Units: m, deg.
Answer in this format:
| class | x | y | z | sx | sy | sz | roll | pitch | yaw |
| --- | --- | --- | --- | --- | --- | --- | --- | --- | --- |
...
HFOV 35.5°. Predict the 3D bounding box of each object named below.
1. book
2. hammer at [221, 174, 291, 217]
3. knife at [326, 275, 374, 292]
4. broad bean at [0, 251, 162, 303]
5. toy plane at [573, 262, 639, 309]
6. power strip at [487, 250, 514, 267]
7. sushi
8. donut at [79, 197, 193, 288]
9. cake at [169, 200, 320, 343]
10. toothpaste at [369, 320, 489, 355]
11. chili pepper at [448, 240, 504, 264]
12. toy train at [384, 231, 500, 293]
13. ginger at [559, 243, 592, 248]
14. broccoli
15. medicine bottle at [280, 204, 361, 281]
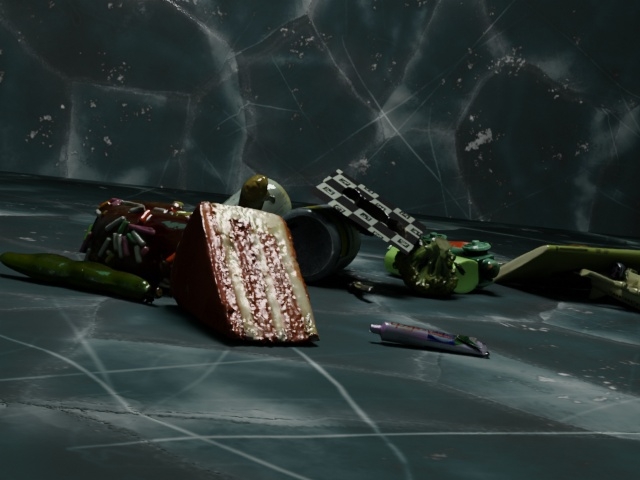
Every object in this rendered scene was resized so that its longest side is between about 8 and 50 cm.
| class | x | y | z | sx | sy | sz | roll | pitch | yaw |
| --- | --- | --- | --- | --- | --- | --- | --- | --- | --- |
| book | 0.585 | 0.059 | 2.170 | 0.352 | 0.035 | 0.239 | 5 | -18 | -18 |
| hammer | -0.129 | -0.061 | 1.841 | 0.113 | 0.202 | 0.305 | 43 | -19 | 2 |
| knife | 0.065 | 0.083 | 1.838 | 0.045 | 0.021 | 0.222 | -1 | 4 | -17 |
| broad bean | -0.363 | 0.053 | 1.532 | 0.297 | 0.043 | 0.060 | 10 | 17 | 18 |
| toy plane | 0.650 | 0.101 | 2.065 | 0.229 | 0.092 | 0.244 | 20 | -6 | -37 |
| power strip | 0.385 | 0.046 | 2.461 | 0.106 | 0.043 | 0.367 | 6 | 6 | -18 |
| sushi | 0.084 | -0.039 | 1.907 | 0.215 | 0.050 | 0.192 | 33 | 24 | 5 |
| donut | -0.262 | 0.004 | 1.697 | 0.345 | 0.136 | 0.259 | 11 | 4 | 42 |
| cake | -0.094 | 0.042 | 1.403 | 0.158 | 0.159 | 0.262 | 7 | 7 | -28 |
| toothpaste | 0.153 | 0.139 | 1.406 | 0.170 | 0.028 | 0.045 | 11 | 13 | -2 |
| chili pepper | 0.333 | 0.043 | 2.255 | 0.192 | 0.084 | 0.086 | 6 | 21 | 38 |
| toy train | 0.245 | 0.050 | 2.075 | 0.157 | 0.105 | 0.253 | -14 | 17 | -32 |
| ginger | 0.663 | 0.049 | 2.641 | 0.148 | 0.081 | 0.333 | -9 | 5 | 0 |
| broccoli | 0.208 | 0.046 | 1.907 | 0.131 | 0.120 | 0.130 | 42 | 43 | 20 |
| medicine bottle | 0.000 | 0.000 | 1.978 | 0.141 | 0.141 | 0.293 | 8 | 5 | 12 |
